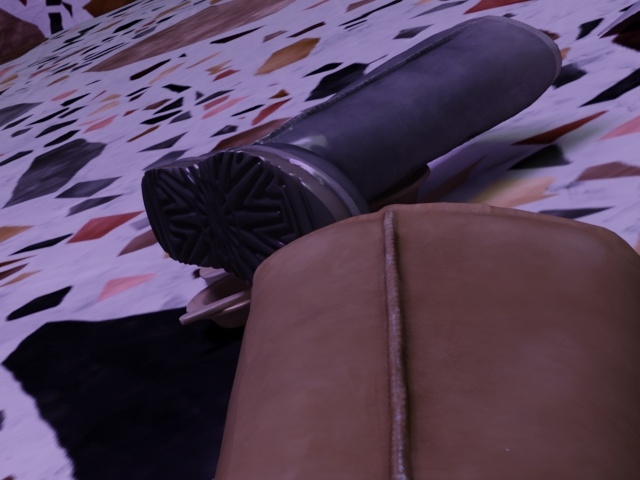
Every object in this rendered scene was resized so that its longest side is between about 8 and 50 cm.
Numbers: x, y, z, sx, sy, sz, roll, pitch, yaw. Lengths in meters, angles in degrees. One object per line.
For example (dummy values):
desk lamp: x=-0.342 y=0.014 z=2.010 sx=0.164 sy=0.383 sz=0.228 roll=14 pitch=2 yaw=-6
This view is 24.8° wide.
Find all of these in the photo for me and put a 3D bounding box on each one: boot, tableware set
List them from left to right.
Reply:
boot: x=-0.019 y=0.063 z=0.370 sx=0.236 sy=0.089 sz=0.269 roll=7 pitch=21 yaw=2
tableware set: x=0.000 y=0.000 z=0.724 sx=0.141 sy=0.020 sz=0.168 roll=-22 pitch=17 yaw=3
boot: x=0.037 y=-0.046 z=0.698 sx=0.208 sy=0.076 sz=0.190 roll=-21 pitch=21 yaw=-27

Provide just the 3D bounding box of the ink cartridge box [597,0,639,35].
ink cartridge box: x=0.310 y=-0.193 z=0.902 sx=0.189 sy=0.066 sz=0.232 roll=-38 pitch=1 yaw=-41
